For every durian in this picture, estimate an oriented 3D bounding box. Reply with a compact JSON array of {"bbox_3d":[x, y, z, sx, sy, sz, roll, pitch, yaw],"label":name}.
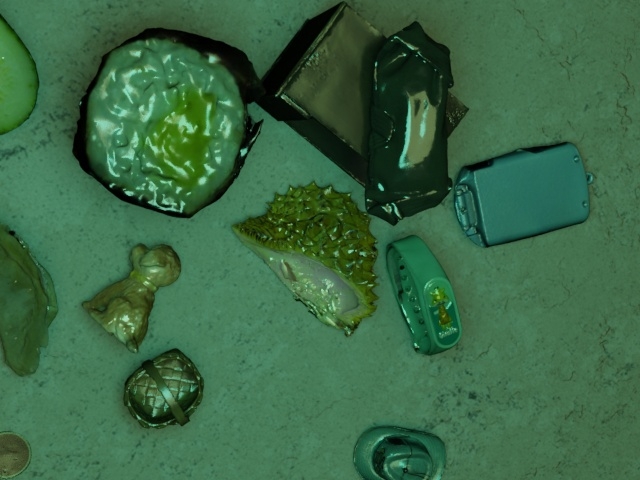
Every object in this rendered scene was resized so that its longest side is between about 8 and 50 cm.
[{"bbox_3d":[0.014,0.000,1.858,0.305,0.185,0.196,40,62,-6],"label":"durian"}]

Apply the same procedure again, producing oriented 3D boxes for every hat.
[{"bbox_3d":[0.161,0.427,1.938,0.191,0.078,0.138,17,94,-14],"label":"hat"}]

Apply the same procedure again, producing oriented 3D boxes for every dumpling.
[{"bbox_3d":[-0.516,0.062,1.740,0.166,0.086,0.332,-18,101,22],"label":"dumpling"}]

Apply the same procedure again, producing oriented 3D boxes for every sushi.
[{"bbox_3d":[-0.251,-0.195,1.672,0.281,0.294,0.299,38,85,-10],"label":"sushi"}]

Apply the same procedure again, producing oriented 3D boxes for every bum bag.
[{"bbox_3d":[0.147,-0.185,1.629,0.142,0.080,0.326,2,100,-8],"label":"bum bag"}]

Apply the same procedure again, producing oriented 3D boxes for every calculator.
[{"bbox_3d":[0.395,-0.091,1.958,0.293,0.051,0.173,-14,97,-12],"label":"calculator"}]

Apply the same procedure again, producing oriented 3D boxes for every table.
[{"bbox_3d":[0.057,-0.236,1.764,0.282,0.250,0.196,38,84,-16],"label":"table"}]

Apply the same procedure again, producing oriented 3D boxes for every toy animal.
[{"bbox_3d":[-0.296,0.097,1.754,0.185,0.184,0.104,-44,128,-13],"label":"toy animal"}]

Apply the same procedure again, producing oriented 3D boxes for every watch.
[{"bbox_3d":[0.186,0.109,1.858,0.068,0.195,0.237,-23,110,-12],"label":"watch"}]

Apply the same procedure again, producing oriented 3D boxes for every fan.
[{"bbox_3d":[-0.559,0.404,1.803,0.085,0.005,0.133,7,93,-15],"label":"fan"}]

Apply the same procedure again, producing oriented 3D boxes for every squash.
[{"bbox_3d":[-0.605,-0.297,1.624,0.233,0.210,0.309,-38,98,5],"label":"squash"}]

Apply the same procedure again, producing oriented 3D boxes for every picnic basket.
[{"bbox_3d":[-0.271,0.264,1.768,0.137,0.178,0.128,-36,102,-8],"label":"picnic basket"}]
